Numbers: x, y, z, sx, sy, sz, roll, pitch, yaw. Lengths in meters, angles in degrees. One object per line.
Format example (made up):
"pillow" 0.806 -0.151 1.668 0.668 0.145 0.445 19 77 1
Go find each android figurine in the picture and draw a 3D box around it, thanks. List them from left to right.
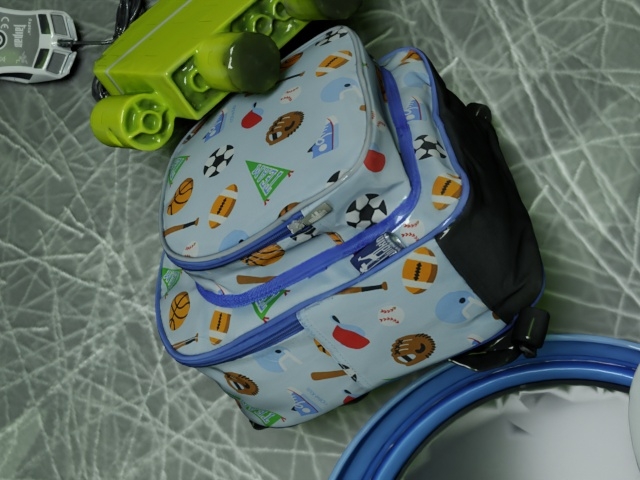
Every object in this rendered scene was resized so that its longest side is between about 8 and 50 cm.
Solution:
"android figurine" -0.081 -0.163 0.802 0.248 0.273 0.056 -45 117 -18

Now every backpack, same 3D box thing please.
"backpack" 0.000 0.000 0.735 0.263 0.276 0.213 -39 117 23

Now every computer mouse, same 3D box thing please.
"computer mouse" -0.257 -0.181 0.938 0.193 0.042 0.106 5 87 7

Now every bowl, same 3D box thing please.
"bowl" 0.182 0.264 0.735 0.391 0.077 0.391 -3 80 20

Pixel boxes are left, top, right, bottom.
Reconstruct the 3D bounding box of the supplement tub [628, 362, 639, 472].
"supplement tub" 0.364 0.075 0.573 0.325 0.235 0.235 -23 76 -21

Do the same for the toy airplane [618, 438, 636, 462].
"toy airplane" 0.282 0.195 0.770 0.151 0.028 0.151 -2 82 13
